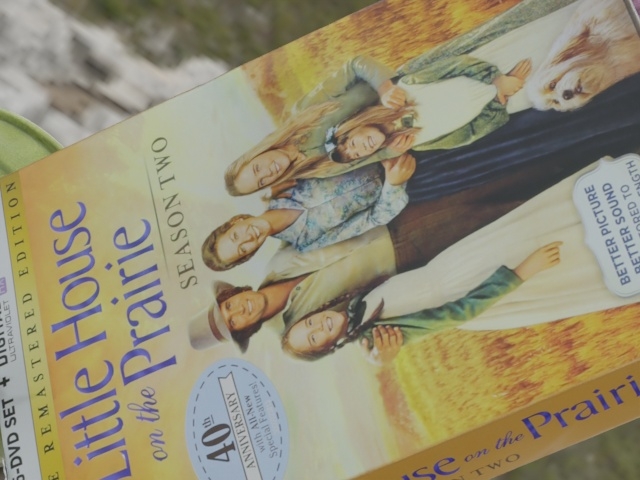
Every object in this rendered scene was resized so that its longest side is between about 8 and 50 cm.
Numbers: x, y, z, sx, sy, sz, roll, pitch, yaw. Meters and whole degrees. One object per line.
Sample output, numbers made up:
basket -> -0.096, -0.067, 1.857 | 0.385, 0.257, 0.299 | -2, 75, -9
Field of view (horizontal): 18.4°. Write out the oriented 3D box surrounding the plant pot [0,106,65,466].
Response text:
plant pot -> -0.420, 0.083, 1.813 | 0.366, 0.366, 0.353 | 42, 32, 16

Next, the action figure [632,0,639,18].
action figure -> 0.224, -0.177, 1.525 | 0.275, 0.248, 0.370 | -15, 87, -40

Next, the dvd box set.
dvd box set -> 0.010, 0.014, 1.111 | 0.062, 0.420, 0.308 | 53, 18, -50
